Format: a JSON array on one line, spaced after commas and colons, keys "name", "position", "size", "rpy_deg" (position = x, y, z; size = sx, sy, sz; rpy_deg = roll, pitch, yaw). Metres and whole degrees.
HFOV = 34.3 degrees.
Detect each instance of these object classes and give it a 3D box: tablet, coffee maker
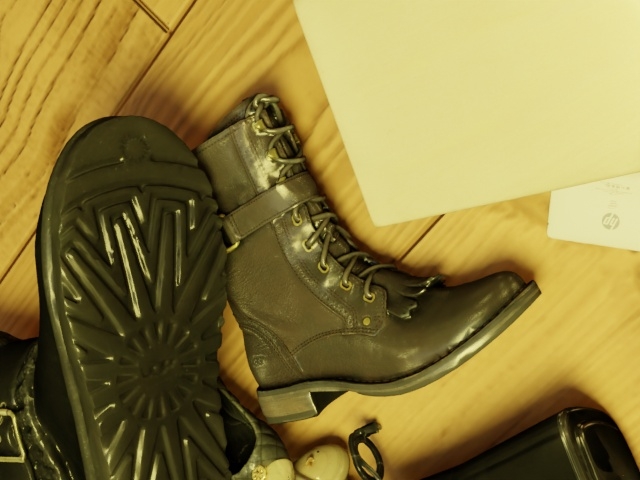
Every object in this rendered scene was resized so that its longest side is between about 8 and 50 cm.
[{"name": "tablet", "position": [0.195, -0.022, 0.691], "size": [0.083, 0.006, 0.054], "rpy_deg": [9, 106, 23]}, {"name": "coffee maker", "position": [0.120, 0.181, 0.709], "size": [0.178, 0.120, 0.171], "rpy_deg": [-33, 86, 27]}]

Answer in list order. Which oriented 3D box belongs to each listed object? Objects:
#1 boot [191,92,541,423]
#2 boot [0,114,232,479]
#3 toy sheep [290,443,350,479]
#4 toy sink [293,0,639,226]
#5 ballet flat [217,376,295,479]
[{"name": "boot", "position": [0.000, 0.000, 0.739], "size": [0.263, 0.091, 0.228], "rpy_deg": [-23, 92, 29]}, {"name": "boot", "position": [-0.200, 0.076, 0.791], "size": [0.260, 0.131, 0.347], "rpy_deg": [9, 105, 44]}, {"name": "toy sheep", "position": [-0.011, 0.218, 0.798], "size": [0.091, 0.091, 0.132], "rpy_deg": [22, 92, 19]}, {"name": "toy sink", "position": [0.130, -0.120, 0.620], "size": [0.234, 0.131, 0.152], "rpy_deg": [-13, 106, 30]}, {"name": "ballet flat", "position": [-0.081, 0.143, 0.798], "size": [0.057, 0.049, 0.173], "rpy_deg": [-49, 53, 0]}]
